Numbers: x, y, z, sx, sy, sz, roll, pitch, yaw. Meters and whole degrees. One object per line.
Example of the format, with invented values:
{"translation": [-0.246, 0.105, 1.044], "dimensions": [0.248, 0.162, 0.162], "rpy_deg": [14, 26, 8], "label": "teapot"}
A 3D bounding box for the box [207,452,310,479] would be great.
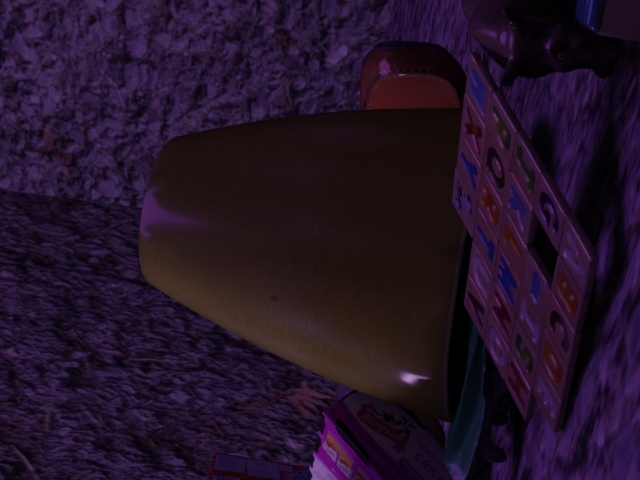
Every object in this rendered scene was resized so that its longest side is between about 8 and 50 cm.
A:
{"translation": [-0.035, 0.385, 2.523], "dimensions": [0.128, 0.257, 0.122], "rpy_deg": [-92, 12, -76], "label": "box"}

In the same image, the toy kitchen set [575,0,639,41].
{"translation": [0.135, -0.214, 1.236], "dimensions": [0.207, 0.166, 0.122], "rpy_deg": [-94, 12, -78], "label": "toy kitchen set"}

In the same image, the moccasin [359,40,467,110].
{"translation": [0.100, -0.107, 2.191], "dimensions": [0.380, 0.139, 0.147], "rpy_deg": [101, 175, -62], "label": "moccasin"}

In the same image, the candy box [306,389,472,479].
{"translation": [0.065, 0.245, 1.730], "dimensions": [0.159, 0.071, 0.233], "rpy_deg": [49, 156, 18], "label": "candy box"}

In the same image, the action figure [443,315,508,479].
{"translation": [0.142, 0.071, 1.477], "dimensions": [0.137, 0.063, 0.232], "rpy_deg": [-83, -3, -54], "label": "action figure"}

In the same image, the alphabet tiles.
{"translation": [0.137, 0.015, 1.308], "dimensions": [0.237, 0.009, 0.198], "rpy_deg": [92, 158, -50], "label": "alphabet tiles"}

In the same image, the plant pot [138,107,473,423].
{"translation": [0.000, 0.000, 1.619], "dimensions": [0.275, 0.294, 0.274], "rpy_deg": [9, -90, -77], "label": "plant pot"}

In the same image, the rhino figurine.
{"translation": [0.155, -0.149, 1.293], "dimensions": [0.243, 0.106, 0.073], "rpy_deg": [-89, 6, -72], "label": "rhino figurine"}

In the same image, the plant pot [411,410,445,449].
{"translation": [0.103, 0.230, 1.940], "dimensions": [0.079, 0.083, 0.083], "rpy_deg": [-131, 47, -70], "label": "plant pot"}
